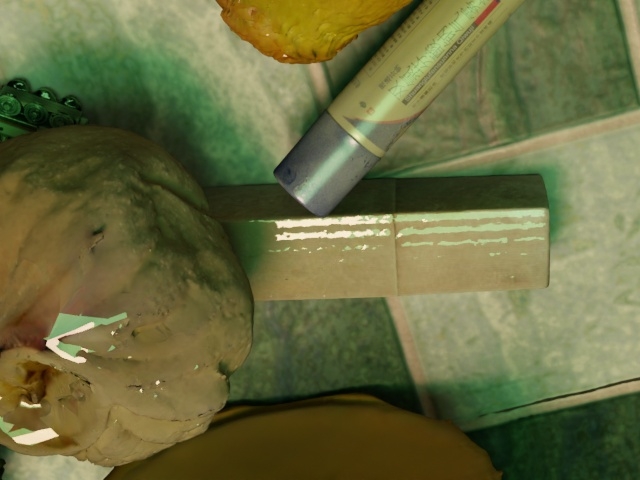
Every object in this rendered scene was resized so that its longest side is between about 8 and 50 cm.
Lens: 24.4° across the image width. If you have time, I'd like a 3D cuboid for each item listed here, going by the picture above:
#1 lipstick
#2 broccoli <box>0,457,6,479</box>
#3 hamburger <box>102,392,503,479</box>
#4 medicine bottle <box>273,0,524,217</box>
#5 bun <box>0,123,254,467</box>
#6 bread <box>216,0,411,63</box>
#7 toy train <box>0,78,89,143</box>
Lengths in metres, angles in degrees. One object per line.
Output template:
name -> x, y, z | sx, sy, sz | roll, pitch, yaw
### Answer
lipstick -> 0.000, 0.000, 1.217 | 0.371, 0.076, 0.080 | -2, 115, 5
broccoli -> -0.438, 0.243, 1.240 | 0.347, 0.281, 0.293 | 9, 134, -13
hamburger -> -0.002, 0.333, 1.214 | 0.395, 0.396, 0.278 | -7, 116, 7
medicine bottle -> 0.059, -0.119, 1.137 | 0.059, 0.059, 0.231 | 39, 100, -15
bun -> -0.185, 0.053, 1.098 | 0.281, 0.205, 0.282 | 1, 114, 2
bread -> -0.030, -0.237, 1.062 | 0.160, 0.147, 0.261 | -24, 113, 18
toy train -> -0.232, -0.097, 1.206 | 0.083, 0.033, 0.053 | 19, 121, -6
